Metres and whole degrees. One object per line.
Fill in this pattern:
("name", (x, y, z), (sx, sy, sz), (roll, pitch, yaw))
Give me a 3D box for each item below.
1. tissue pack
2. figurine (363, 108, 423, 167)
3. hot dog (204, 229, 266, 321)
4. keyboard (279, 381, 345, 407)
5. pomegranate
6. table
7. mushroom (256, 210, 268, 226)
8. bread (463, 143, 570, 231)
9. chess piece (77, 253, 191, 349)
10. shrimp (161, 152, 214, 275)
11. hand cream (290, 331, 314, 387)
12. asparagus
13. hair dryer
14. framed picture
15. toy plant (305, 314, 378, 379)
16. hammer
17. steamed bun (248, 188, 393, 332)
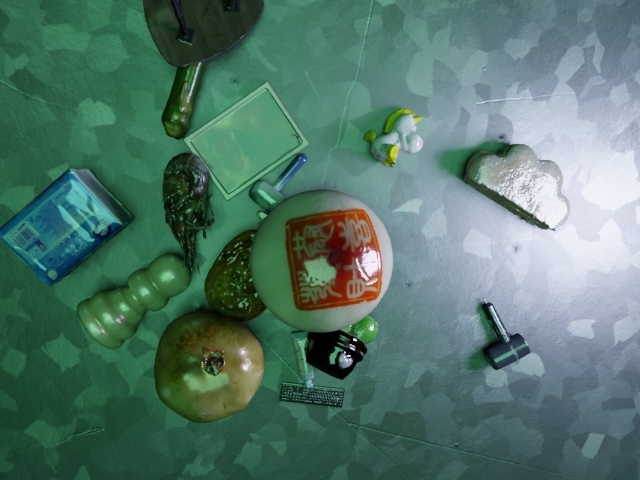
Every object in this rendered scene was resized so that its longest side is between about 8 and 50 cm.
("tissue pack", (-0.678, -0.040, 1.367), (0.263, 0.146, 0.198), (-40, 102, 1))
("figurine", (0.219, -0.293, 1.435), (0.178, 0.109, 0.129), (-33, 78, -2))
("hot dog", (-0.215, 0.108, 1.435), (0.196, 0.122, 0.272), (35, 98, -11))
("keyboard", (-0.026, 0.478, 1.574), (0.198, 0.010, 0.063), (8, 96, -6))
("pomegranate", (-0.304, 0.337, 1.376), (0.319, 0.319, 0.319), (-1, 99, -5))
("table", (-0.283, -0.633, 1.219), (0.318, 0.249, 0.317), (2, 79, -9))
("mushroom", (-0.153, -0.041, 1.475), (0.049, 0.019, 0.101), (-26, 100, 2))
("bread", (0.588, -0.170, 1.475), (0.337, 0.102, 0.183), (29, 96, -9))
("chess piece", (-0.496, 0.155, 1.417), (0.300, 0.167, 0.167), (-34, 100, -4))
("shrimp", (-0.356, -0.070, 1.404), (0.145, 0.116, 0.342), (-4, 94, -1))
("hand cream", (-0.048, 0.358, 1.536), (0.065, 0.043, 0.170), (-7, 97, -3))
("asparagus", (-0.352, -0.439, 1.366), (0.082, 0.085, 0.342), (23, 100, 16))
("hair dryer", (0.542, 0.278, 1.566), (0.124, 0.071, 0.219), (-26, 94, 0))
("framed picture", (-0.206, -0.278, 1.434), (0.290, 0.020, 0.211), (-34, 101, 1))
("toy plant", (0.053, 0.267, 1.478), (0.218, 0.175, 0.235), (33, 67, -16))
("hammer", (-0.105, -0.167, 1.439), (0.116, 0.069, 0.194), (40, 89, -8))
("steamed bun", (0.012, 0.044, 1.284), (0.375, 0.241, 0.374), (3, 78, -13))
